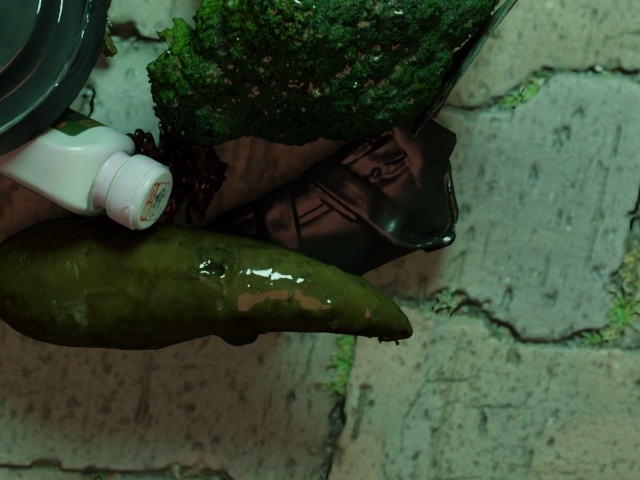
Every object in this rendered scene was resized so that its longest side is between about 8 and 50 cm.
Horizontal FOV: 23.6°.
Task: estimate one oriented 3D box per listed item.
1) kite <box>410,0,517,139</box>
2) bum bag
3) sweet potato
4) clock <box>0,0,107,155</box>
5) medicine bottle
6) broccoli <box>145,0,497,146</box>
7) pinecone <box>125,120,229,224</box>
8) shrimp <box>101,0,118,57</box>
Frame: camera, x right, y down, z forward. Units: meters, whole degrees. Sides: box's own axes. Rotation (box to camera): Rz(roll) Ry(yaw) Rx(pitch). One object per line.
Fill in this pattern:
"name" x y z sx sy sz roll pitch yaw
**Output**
"kite" 0.139 -0.183 1.378 0.012 0.229 0.250 34 63 -8
"bum bag" 0.000 0.000 1.473 0.326 0.079 0.142 -31 105 6
"sweet potato" -0.129 0.044 1.406 0.423 0.130 0.130 2 108 12
"clock" -0.317 -0.199 1.311 0.281 0.055 0.280 -3 77 12
"medicine bottle" -0.237 -0.080 1.358 0.219 0.115 0.078 26 103 16
"broccoli" -0.008 -0.213 1.322 0.304 0.321 0.283 -39 72 22
"pinecone" -0.143 -0.064 1.432 0.109 0.102 0.102 2 110 22
"shrimp" -0.219 -0.252 1.386 0.091 0.043 0.184 -13 108 -6
